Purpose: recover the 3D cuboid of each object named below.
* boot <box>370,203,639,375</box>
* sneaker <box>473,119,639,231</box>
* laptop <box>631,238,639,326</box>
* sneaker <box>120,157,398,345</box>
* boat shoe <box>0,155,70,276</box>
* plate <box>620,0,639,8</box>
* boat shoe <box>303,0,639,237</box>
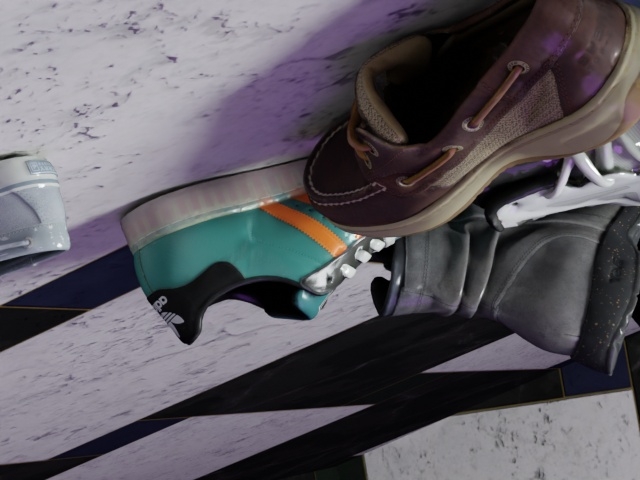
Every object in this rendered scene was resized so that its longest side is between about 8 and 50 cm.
[{"bbox_3d":[0.170,-0.018,1.642,0.222,0.118,0.338,16,-156,5],"label":"boot"},{"bbox_3d":[0.247,-0.076,1.324,0.257,0.169,0.447,-18,178,-18],"label":"sneaker"},{"bbox_3d":[0.405,-0.014,1.725,0.136,0.234,0.264,17,112,-30],"label":"laptop"},{"bbox_3d":[0.000,0.000,1.477,0.302,0.121,0.108,-16,168,-19],"label":"sneaker"},{"bbox_3d":[-0.263,0.022,1.243,0.227,0.081,0.079,-25,167,23],"label":"boat shoe"},{"bbox_3d":[0.227,-0.190,1.235,0.188,0.024,0.188,-20,168,-4],"label":"plate"},{"bbox_3d":[0.075,-0.094,1.262,0.123,0.123,0.342,23,157,-28],"label":"boat shoe"}]
